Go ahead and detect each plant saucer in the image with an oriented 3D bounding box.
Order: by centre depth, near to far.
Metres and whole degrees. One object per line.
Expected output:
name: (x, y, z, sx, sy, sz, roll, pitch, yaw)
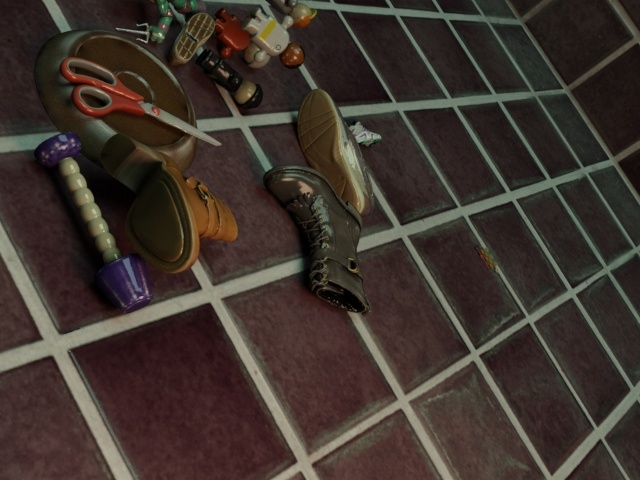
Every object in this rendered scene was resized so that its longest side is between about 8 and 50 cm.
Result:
plant saucer: (-0.324, -0.239, 1.484, 0.310, 0.050, 0.311, 30, 42, -30)

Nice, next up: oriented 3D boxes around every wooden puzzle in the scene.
wooden puzzle: (0.400, 0.043, 2.113, 0.049, 0.006, 0.083, -15, 72, -54)

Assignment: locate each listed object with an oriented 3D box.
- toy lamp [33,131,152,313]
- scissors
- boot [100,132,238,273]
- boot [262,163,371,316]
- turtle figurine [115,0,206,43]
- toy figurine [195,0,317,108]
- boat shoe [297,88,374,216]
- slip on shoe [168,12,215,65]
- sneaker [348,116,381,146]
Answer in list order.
toy lamp: (-0.322, -0.024, 1.269, 0.080, 0.080, 0.275, -16, 73, -54)
scissors: (-0.288, -0.226, 1.451, 0.297, 0.021, 0.109, 9, 52, -44)
boot: (-0.204, -0.028, 1.336, 0.283, 0.109, 0.220, 47, 7, 38)
boot: (0.000, 0.000, 1.612, 0.263, 0.091, 0.229, 33, 39, -30)
turtle figurine: (-0.310, -0.456, 1.636, 0.175, 0.118, 0.234, 66, 25, 1)
toy figurine: (-0.118, -0.383, 1.709, 0.148, 0.209, 0.213, 39, 37, -29)
boat shoe: (0.035, -0.173, 1.803, 0.092, 0.102, 0.285, 4, 61, -54)
slip on shoe: (-0.246, -0.380, 1.674, 0.051, 0.041, 0.135, 37, 53, -21)
sneaker: (0.093, -0.246, 1.982, 0.098, 0.038, 0.069, -10, 69, -53)
